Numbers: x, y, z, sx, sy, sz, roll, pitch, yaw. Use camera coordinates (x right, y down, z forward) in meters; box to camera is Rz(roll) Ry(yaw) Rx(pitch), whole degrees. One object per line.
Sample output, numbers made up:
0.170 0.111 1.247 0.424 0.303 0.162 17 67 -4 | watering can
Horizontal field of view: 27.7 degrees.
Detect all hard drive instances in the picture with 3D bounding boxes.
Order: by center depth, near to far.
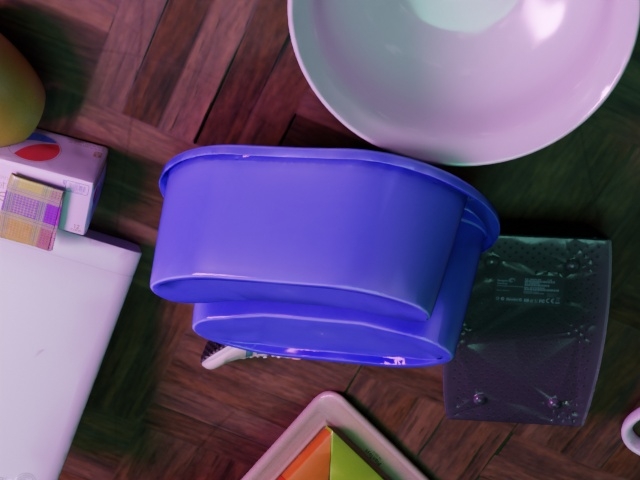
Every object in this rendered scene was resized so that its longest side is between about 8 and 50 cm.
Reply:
-0.340 0.120 1.397 0.203 0.040 0.308 18 102 -19 | hard drive
0.219 0.089 1.397 0.171 0.054 0.255 2 125 4 | hard drive

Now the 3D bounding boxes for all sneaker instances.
-0.059 0.114 1.440 0.161 0.057 0.075 -33 110 22 | sneaker

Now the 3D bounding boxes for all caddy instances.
0.000 0.000 1.256 0.341 0.179 0.241 4 158 19 | caddy

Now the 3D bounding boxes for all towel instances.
-0.291 -0.027 1.302 0.060 0.009 0.083 17 126 -6 | towel

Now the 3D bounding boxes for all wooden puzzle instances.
0.004 0.327 1.535 0.239 0.044 0.221 -45 114 -3 | wooden puzzle

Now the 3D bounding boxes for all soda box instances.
-0.331 -0.078 1.323 0.216 0.074 0.069 15 125 -5 | soda box

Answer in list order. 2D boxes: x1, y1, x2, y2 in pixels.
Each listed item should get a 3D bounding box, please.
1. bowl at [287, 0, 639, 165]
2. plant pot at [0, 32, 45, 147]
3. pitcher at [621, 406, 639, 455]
0.124 -0.223 1.140 0.297 0.134 0.298 2 125 3 | bowl
-0.325 -0.142 1.258 0.095 0.134 0.134 21 129 -42 | plant pot
0.418 0.185 1.416 0.177 0.125 0.207 7 138 19 | pitcher
